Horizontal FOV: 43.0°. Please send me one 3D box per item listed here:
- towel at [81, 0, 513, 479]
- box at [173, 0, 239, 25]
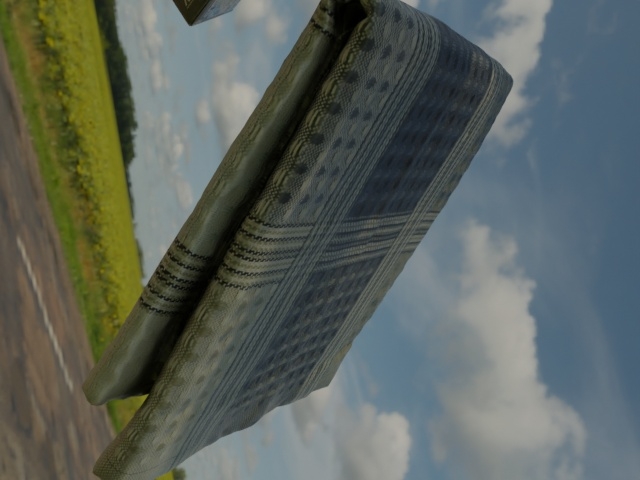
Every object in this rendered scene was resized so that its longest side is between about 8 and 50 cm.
[{"bbox_3d":[0.000,0.000,0.552,0.056,0.312,0.324,36,-73,19],"label":"towel"},{"bbox_3d":[-0.090,-0.311,0.648,0.183,0.056,0.231,58,-37,0],"label":"box"}]
